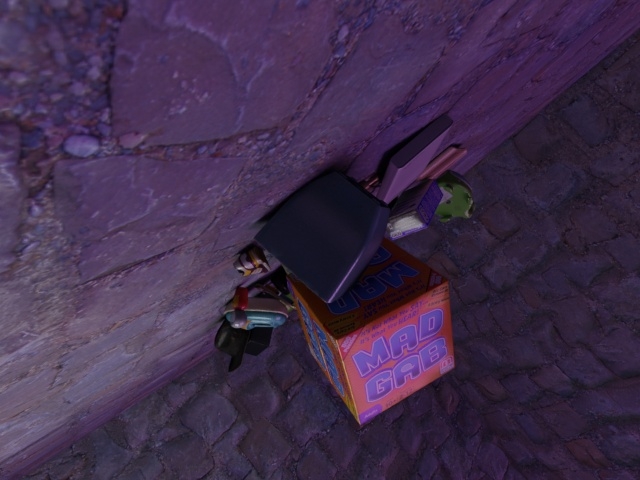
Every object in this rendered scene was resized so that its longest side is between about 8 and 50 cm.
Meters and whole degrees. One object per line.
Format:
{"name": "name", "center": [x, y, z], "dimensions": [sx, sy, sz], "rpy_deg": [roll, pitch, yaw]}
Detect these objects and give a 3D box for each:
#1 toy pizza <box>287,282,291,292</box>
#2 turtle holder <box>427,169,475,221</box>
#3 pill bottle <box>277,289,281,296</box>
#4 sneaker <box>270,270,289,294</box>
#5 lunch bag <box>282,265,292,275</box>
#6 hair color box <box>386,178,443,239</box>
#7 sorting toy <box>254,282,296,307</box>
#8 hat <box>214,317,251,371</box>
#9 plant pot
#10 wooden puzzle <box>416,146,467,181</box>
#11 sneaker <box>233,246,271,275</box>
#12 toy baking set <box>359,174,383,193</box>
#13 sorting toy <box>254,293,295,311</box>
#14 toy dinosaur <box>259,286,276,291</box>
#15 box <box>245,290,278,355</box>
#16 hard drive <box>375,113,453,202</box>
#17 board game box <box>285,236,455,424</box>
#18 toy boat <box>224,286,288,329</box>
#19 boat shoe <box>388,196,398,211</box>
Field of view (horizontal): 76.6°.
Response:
{"name": "toy pizza", "center": [-0.089, 0.135, 1.752], "dimensions": [0.201, 0.032, 0.201], "rpy_deg": [-37, 135, -48]}
{"name": "turtle holder", "center": [0.718, -0.254, 2.189], "dimensions": [0.243, 0.321, 0.227], "rpy_deg": [103, 0, -48]}
{"name": "pill bottle", "center": [-0.167, 0.293, 2.270], "dimensions": [0.121, 0.121, 0.216], "rpy_deg": [-42, 169, 33]}
{"name": "sneaker", "center": [-0.128, 0.156, 1.840], "dimensions": [0.130, 0.109, 0.286], "rpy_deg": [-49, 174, 17]}
{"name": "lunch bag", "center": [0.027, 0.094, 1.474], "dimensions": [0.305, 0.256, 0.212], "rpy_deg": [-34, 179, -9]}
{"name": "hair color box", "center": [0.430, -0.148, 1.870], "dimensions": [0.185, 0.110, 0.339], "rpy_deg": [-23, -165, 38]}
{"name": "sorting toy", "center": [-0.181, 0.239, 1.761], "dimensions": [0.038, 0.208, 0.193], "rpy_deg": [-61, 175, -11]}
{"name": "hat", "center": [-0.419, 0.441, 1.912], "dimensions": [0.331, 0.134, 0.331], "rpy_deg": [-54, -157, 35]}
{"name": "plant pot", "center": [0.037, -0.032, 1.037], "dimensions": [0.252, 0.247, 0.248], "rpy_deg": [-54, 167, 13]}
{"name": "wooden puzzle", "center": [0.552, -0.357, 1.866], "dimensions": [0.221, 0.044, 0.239], "rpy_deg": [-41, 165, 31]}
{"name": "sneaker", "center": [-0.203, 0.068, 1.193], "dimensions": [0.084, 0.069, 0.185], "rpy_deg": [-27, 164, -2]}
{"name": "toy baking set", "center": [0.139, -0.163, 1.370], "dimensions": [0.256, 0.030, 0.197], "rpy_deg": [-36, 174, 6]}
{"name": "sorting toy", "center": [-0.167, 0.266, 1.985], "dimensions": [0.366, 0.126, 0.126], "rpy_deg": [-8, 116, -41]}
{"name": "toy dinosaur", "center": [-0.186, 0.216, 1.985], "dimensions": [0.112, 0.064, 0.212], "rpy_deg": [-40, 170, 29]}
{"name": "box", "center": [-0.299, 0.407, 1.981], "dimensions": [0.184, 0.103, 0.261], "rpy_deg": [130, -25, -51]}
{"name": "hard drive", "center": [0.292, -0.242, 1.339], "dimensions": [0.233, 0.047, 0.353], "rpy_deg": [-41, 169, -10]}
{"name": "board game box", "center": [0.155, 0.254, 1.276], "dimensions": [0.357, 0.356, 0.356], "rpy_deg": [-24, -148, -16]}
{"name": "toy boat", "center": [-0.279, 0.292, 1.609], "dimensions": [0.268, 0.148, 0.318], "rpy_deg": [-1, 159, 10]}
{"name": "boat shoe", "center": [0.243, -0.115, 1.769], "dimensions": [0.255, 0.095, 0.079], "rpy_deg": [-35, 173, -14]}
